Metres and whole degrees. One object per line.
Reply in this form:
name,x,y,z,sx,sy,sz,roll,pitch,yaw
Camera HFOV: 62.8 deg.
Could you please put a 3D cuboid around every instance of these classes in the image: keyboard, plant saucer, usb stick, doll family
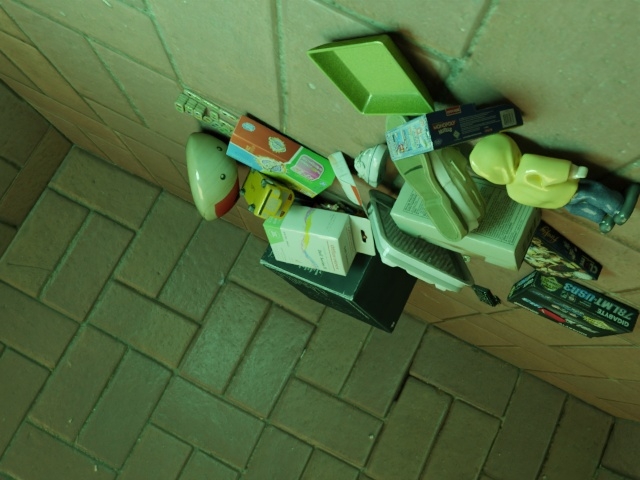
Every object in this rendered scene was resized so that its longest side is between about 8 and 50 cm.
keyboard,0.654,0.223,2.064,0.108,0.023,0.180,19,167,35
plant saucer,0.097,-0.298,0.938,0.188,0.045,0.188,14,163,47
usb stick,-0.100,-0.163,2.020,0.277,0.045,0.077,18,159,41
doll family,0.095,-0.065,1.890,0.163,0.118,0.263,14,144,38

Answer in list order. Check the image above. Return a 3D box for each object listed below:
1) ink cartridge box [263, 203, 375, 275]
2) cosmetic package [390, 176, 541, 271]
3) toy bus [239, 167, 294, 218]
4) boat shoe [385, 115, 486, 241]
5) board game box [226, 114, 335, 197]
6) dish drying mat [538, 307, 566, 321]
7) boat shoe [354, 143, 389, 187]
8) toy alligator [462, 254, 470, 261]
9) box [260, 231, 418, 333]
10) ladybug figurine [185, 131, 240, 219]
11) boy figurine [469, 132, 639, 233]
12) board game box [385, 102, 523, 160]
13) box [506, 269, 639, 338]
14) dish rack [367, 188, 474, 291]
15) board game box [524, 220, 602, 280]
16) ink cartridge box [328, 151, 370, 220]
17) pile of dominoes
ink cartridge box,0.000,0.000,1.815,0.353,0.119,0.207,11,143,22
cosmetic package,0.334,-0.057,1.211,0.296,0.153,0.129,22,167,30
toy bus,-0.181,-0.161,1.745,0.130,0.108,0.333,22,-167,-25
boat shoe,0.239,-0.148,1.080,0.302,0.103,0.113,59,162,-17
board game box,-0.123,-0.246,1.599,0.316,0.064,0.242,26,169,-10
dish drying mat,0.717,0.231,1.624,0.083,0.008,0.032,29,168,-3
boat shoe,0.119,-0.185,1.300,0.075,0.083,0.226,25,169,8
toy alligator,0.389,0.013,1.670,0.189,0.056,0.051,26,-149,1
box,0.091,0.126,2.230,0.471,0.298,0.480,21,167,33
ladybug figurine,-0.375,-0.227,1.867,0.161,0.305,0.449,-8,178,-9
boy figurine,0.411,-0.107,0.958,0.285,0.092,0.177,26,169,12
board game box,0.210,-0.191,0.921,0.194,0.194,0.060,0,107,66
box,0.754,0.199,1.606,0.295,0.073,0.293,26,168,10
dish rack,0.247,0.005,1.402,0.285,0.072,0.333,26,-155,-16
board game box,0.559,0.023,1.322,0.243,0.042,0.165,31,168,-19
ink cartridge box,0.082,-0.136,1.446,0.045,0.180,0.145,-21,157,7
pile of dominoes,-0.331,-0.369,1.636,0.251,0.040,0.196,29,169,-7
